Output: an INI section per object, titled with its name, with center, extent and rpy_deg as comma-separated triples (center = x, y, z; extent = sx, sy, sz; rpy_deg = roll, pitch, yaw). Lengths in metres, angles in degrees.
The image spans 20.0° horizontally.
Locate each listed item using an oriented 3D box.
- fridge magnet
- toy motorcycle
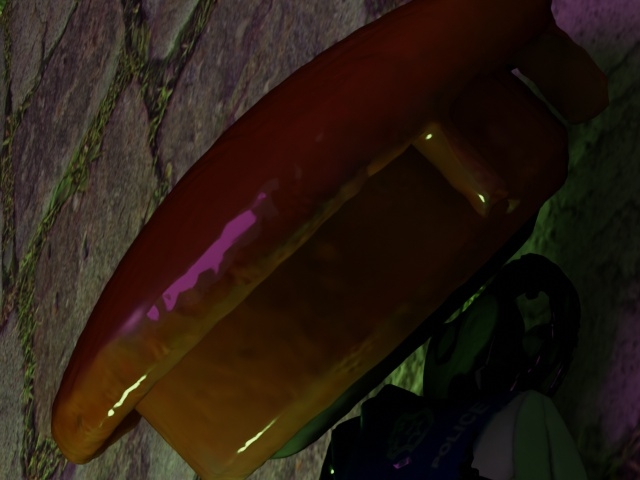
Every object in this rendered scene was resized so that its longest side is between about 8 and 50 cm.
[fridge magnet]
center = 0.000, 0.000, 1.000
extent = 0.363, 0.155, 0.363
rpy_deg = -44, -2, -2
[toy motorcycle]
center = 0.068, 0.164, 0.920
extent = 0.196, 0.125, 0.331
rpy_deg = -47, 27, 40
